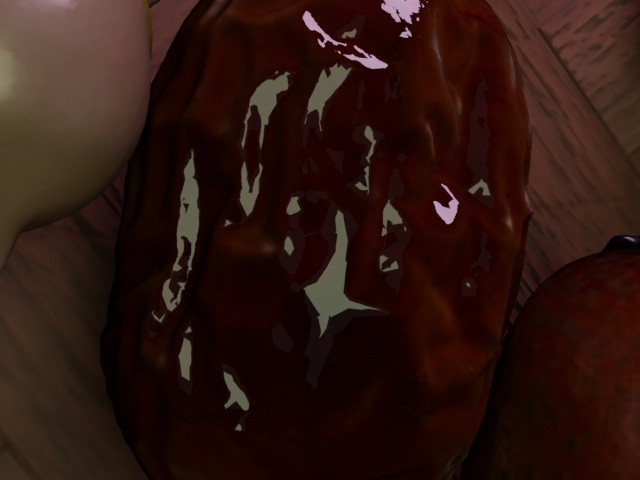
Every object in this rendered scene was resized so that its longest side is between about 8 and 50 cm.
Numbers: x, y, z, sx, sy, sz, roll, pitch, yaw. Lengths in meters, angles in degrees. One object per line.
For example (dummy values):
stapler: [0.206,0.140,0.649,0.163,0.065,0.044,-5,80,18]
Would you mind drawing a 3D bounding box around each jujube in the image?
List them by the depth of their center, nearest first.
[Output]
jujube: [0.000,0.000,0.591,0.174,0.174,0.250,18,83,-17]

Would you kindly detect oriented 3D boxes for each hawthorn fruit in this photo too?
hawthorn fruit: [0.156,0.123,0.617,0.215,0.215,0.249,19,82,-16]

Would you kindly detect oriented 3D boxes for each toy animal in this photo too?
toy animal: [-0.126,-0.100,0.555,0.149,0.165,0.248,10,72,-43]
